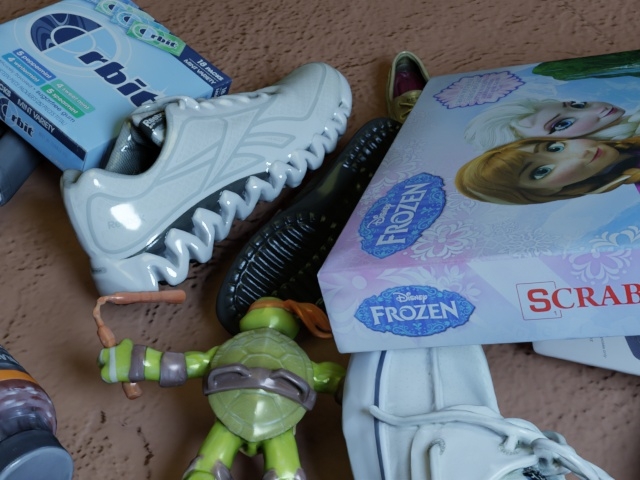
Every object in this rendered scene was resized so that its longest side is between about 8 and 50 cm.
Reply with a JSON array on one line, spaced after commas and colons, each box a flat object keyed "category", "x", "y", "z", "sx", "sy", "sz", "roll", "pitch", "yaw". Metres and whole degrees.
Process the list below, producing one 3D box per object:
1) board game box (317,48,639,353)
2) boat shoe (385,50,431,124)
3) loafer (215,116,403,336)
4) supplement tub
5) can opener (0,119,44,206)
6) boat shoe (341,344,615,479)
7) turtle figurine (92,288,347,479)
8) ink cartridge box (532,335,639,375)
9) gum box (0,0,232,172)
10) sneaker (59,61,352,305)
[{"category": "board game box", "x": 0.194, "y": -0.042, "z": 0.960, "sx": 0.318, "sy": 0.066, "sz": 0.318, "roll": -6, "pitch": 27, "yaw": 21}, {"category": "boat shoe", "x": 0.079, "y": -0.111, "z": 1.222, "sx": 0.050, "sy": 0.045, "sz": 0.135, "roll": -9, "pitch": 45, "yaw": -5}, {"category": "loafer", "x": 0.000, "y": 0.000, "z": 1.109, "sx": 0.080, "sy": 0.078, "sz": 0.220, "roll": 45, "pitch": 68, "yaw": -2}, {"category": "supplement tub", "x": -0.254, "y": 0.114, "z": 0.981, "sx": 0.106, "sy": 0.106, "sz": 0.198, "roll": -34, "pitch": 53, "yaw": -26}, {"category": "can opener", "x": -0.284, "y": -0.071, "z": 1.183, "sx": 0.074, "sy": 0.093, "sz": 0.280, "roll": 16, "pitch": 43, "yaw": 17}, {"category": "boat shoe", "x": 0.106, "y": 0.160, "z": 0.845, "sx": 0.156, "sy": 0.136, "sz": 0.367, "roll": -33, "pitch": 36, "yaw": 32}, {"category": "turtle figurine", "x": -0.030, "y": 0.120, "z": 0.959, "sx": 0.270, "sy": 0.087, "sz": 0.217, "roll": 11, "pitch": 55, "yaw": -8}, {"category": "ink cartridge box", "x": 0.284, "y": 0.019, "z": 0.982, "sx": 0.237, "sy": 0.100, "sz": 0.172, "roll": 10, "pitch": 36, "yaw": 40}, {"category": "gum box", "x": -0.194, "y": -0.140, "z": 1.216, "sx": 0.157, "sy": 0.041, "sz": 0.184, "roll": 38, "pitch": 43, "yaw": 16}, {"category": "sneaker", "x": -0.085, "y": -0.074, "z": 1.129, "sx": 0.110, "sy": 0.118, "sz": 0.292, "roll": -7, "pitch": 29, "yaw": 50}]
